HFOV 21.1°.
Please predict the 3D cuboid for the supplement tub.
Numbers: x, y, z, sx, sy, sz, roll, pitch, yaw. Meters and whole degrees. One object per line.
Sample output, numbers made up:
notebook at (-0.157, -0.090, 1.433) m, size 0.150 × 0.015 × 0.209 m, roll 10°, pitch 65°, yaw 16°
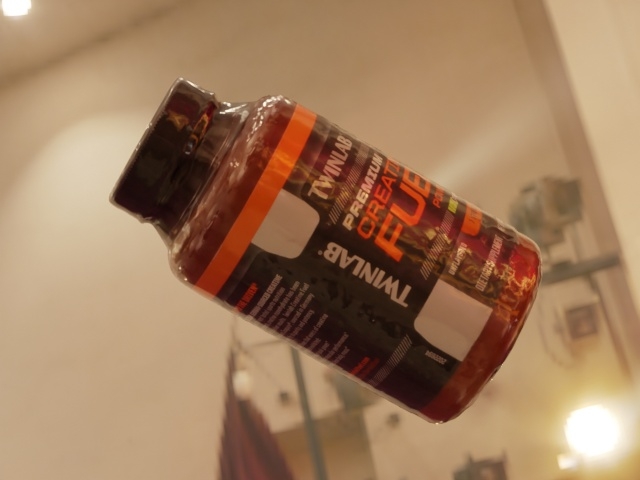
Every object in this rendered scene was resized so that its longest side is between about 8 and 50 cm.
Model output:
supplement tub at (0.000, 0.000, 0.827) m, size 0.198 × 0.106 × 0.106 m, roll 29°, pitch -43°, yaw -7°
